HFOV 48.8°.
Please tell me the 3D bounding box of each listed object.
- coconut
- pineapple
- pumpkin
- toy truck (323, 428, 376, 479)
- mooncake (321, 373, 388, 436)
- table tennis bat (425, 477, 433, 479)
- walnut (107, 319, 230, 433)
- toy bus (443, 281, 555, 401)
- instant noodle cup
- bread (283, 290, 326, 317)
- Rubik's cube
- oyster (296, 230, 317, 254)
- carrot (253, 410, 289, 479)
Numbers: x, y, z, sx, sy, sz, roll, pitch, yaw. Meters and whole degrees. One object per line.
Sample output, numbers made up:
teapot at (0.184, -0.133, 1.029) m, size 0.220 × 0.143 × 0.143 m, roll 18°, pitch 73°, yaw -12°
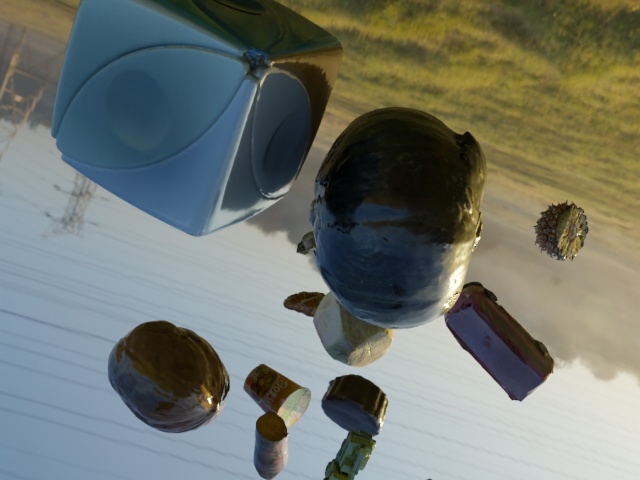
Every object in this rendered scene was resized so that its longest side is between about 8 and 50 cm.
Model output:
coconut at (0.096, 0.220, 1.948) m, size 0.198 × 0.236 × 0.237 m, roll 5°, pitch -167°, yaw -31°
pineapple at (0.677, -0.032, 2.061) m, size 0.162 × 0.175 × 0.137 m, roll 6°, pitch -179°, yaw -38°
pumpkin at (0.148, -0.046, 1.411) m, size 0.344 × 0.454 × 0.454 m, roll 9°, pitch -178°, yaw 9°
toy truck at (0.072, 0.546, 1.721) m, size 0.077 × 0.168 × 0.100 m, roll 28°, pitch -162°, yaw -5°
mooncake at (0.118, 0.550, 2.371) m, size 0.228 × 0.124 × 0.228 m, roll 20°, pitch 143°, yaw 16°
table tennis bat at (0.118, 0.501, 1.211) m, size 0.040 × 0.244 × 0.153 m, roll 38°, pitch -160°, yaw 13°
walnut at (-0.468, 0.427, 2.196) m, size 0.398 × 0.307 × 0.354 m, roll 29°, pitch 180°, yaw 31°
toy bus at (0.435, 0.246, 1.742) m, size 0.302 × 0.127 × 0.147 m, roll 47°, pitch -153°, yaw 6°
instant noodle cup at (-0.153, 0.503, 2.321) m, size 0.185 × 0.168 × 0.168 m, roll 31°, pitch -172°, yaw 33°
bread at (-0.011, 0.213, 2.360) m, size 0.233 × 0.075 × 0.105 m, roll 11°, pitch -151°, yaw -24°
Rubik's cube at (-0.205, -0.251, 1.221) m, size 0.352 × 0.347 × 0.352 m, roll 30°, pitch -152°, yaw 11°
oyster at (-0.001, -0.003, 2.235) m, size 0.166 × 0.053 × 0.108 m, roll -10°, pitch -133°, yaw -10°
carrot at (-0.153, 0.642, 2.194) m, size 0.114 × 0.114 × 0.301 m, roll 23°, pitch 140°, yaw 13°
